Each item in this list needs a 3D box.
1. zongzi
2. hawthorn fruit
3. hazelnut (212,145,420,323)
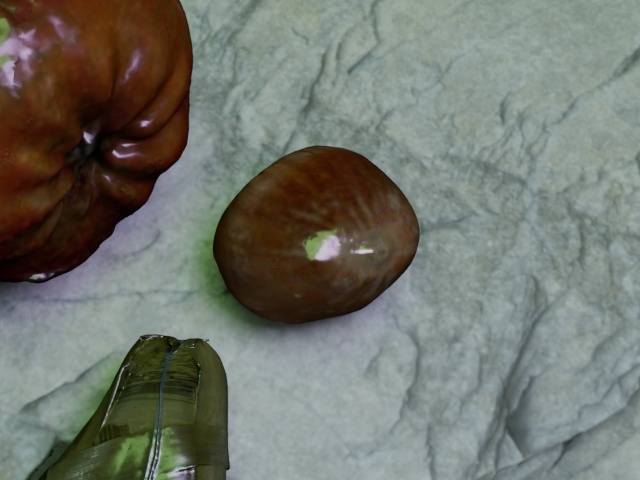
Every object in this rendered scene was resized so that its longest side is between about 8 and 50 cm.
[{"bbox_3d":[-0.227,0.211,1.675,0.274,0.125,0.250,-3,60,5],"label":"zongzi"},{"bbox_3d":[-0.337,-0.164,1.706,0.403,0.403,0.402,4,64,-7],"label":"hawthorn fruit"},{"bbox_3d":[0.000,0.000,1.762,0.214,0.176,0.214,-19,28,11],"label":"hazelnut"}]
